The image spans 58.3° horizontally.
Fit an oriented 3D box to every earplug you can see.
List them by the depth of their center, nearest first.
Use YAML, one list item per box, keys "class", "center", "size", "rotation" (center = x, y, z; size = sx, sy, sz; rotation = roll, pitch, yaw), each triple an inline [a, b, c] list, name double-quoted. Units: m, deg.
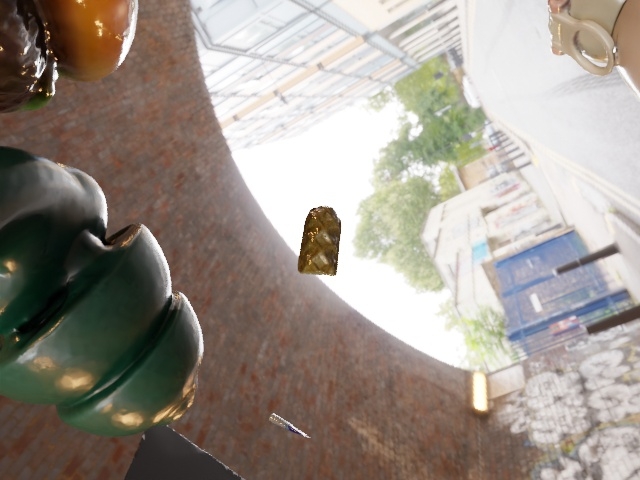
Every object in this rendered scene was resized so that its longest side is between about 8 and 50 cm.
- class: "earplug"
  center: [-0.178, 0.055, 0.410]
  size: [0.280, 0.164, 0.257]
  rotation: [52, 167, -30]

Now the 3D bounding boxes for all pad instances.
- class: "pad"
  center: [-0.237, 0.481, 0.956]
  size: [0.247, 0.007, 0.367]
  rotation: [43, -162, -16]

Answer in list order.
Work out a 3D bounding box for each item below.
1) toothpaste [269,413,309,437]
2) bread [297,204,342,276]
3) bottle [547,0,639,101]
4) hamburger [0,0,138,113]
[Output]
- class: "toothpaste"
  center: [-0.057, 0.340, 1.046]
  size: [0.015, 0.083, 0.024]
  rotation: [-63, -33, -14]
- class: "bread"
  center: [0.000, 0.000, 0.850]
  size: [0.066, 0.060, 0.110]
  rotation: [82, -167, -74]
- class: "bottle"
  center: [0.281, -0.169, 0.438]
  size: [0.147, 0.147, 0.236]
  rotation: [38, -168, -52]
- class: "hamburger"
  center: [-0.303, -0.271, 0.393]
  size: [0.396, 0.277, 0.396]
  rotation: [45, 153, 30]
